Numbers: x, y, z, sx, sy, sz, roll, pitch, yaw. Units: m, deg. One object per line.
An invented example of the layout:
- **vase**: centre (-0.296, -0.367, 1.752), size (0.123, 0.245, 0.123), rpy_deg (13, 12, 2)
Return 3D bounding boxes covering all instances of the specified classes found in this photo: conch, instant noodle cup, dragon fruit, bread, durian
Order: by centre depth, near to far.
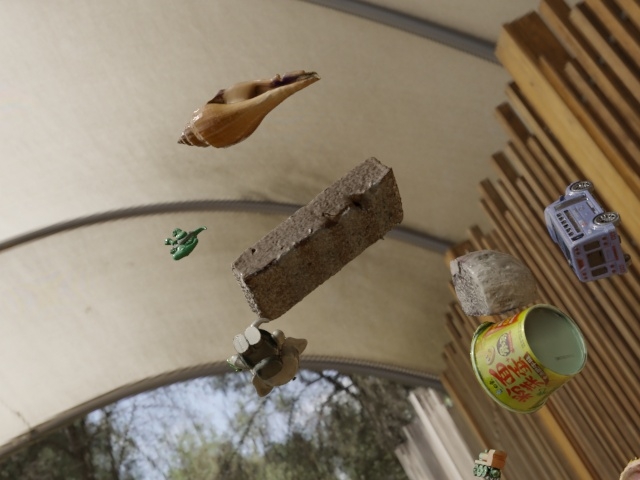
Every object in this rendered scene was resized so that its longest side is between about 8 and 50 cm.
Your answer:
- **conch**: centre (-0.137, -0.239, 1.555), size (0.330, 0.109, 0.093), rpy_deg (-16, -53, 21)
- **bread**: centre (0.000, 0.000, 1.822), size (0.416, 0.113, 0.165), rpy_deg (-38, -42, -12)
- **durian**: centre (0.777, 0.586, 1.935), size (0.132, 0.165, 0.182), rpy_deg (-40, -39, -32)
- **instant noodle cup**: centre (0.636, 0.338, 2.495), size (0.311, 0.311, 0.221), rpy_deg (-13, -24, -36)
- **dragon fruit**: centre (0.563, 0.124, 2.670), size (0.221, 0.204, 0.283), rpy_deg (-16, 0, -8)

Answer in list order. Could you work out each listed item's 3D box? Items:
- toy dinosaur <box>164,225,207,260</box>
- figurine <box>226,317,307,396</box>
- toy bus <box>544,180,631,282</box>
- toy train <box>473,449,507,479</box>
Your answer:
- **toy dinosaur**: centre (-0.348, 0.005, 2.161), size (0.132, 0.096, 0.059), rpy_deg (-45, -56, -27)
- **figurine**: centre (-0.100, 0.223, 1.595), size (0.147, 0.126, 0.192), rpy_deg (-43, -40, -1)
- **toy bus**: centre (0.591, -0.024, 1.861), size (0.133, 0.126, 0.292), rpy_deg (-19, 23, 10)
- **toy train**: centre (0.360, 0.478, 1.766), size (0.044, 0.064, 0.103), rpy_deg (18, -14, -5)
